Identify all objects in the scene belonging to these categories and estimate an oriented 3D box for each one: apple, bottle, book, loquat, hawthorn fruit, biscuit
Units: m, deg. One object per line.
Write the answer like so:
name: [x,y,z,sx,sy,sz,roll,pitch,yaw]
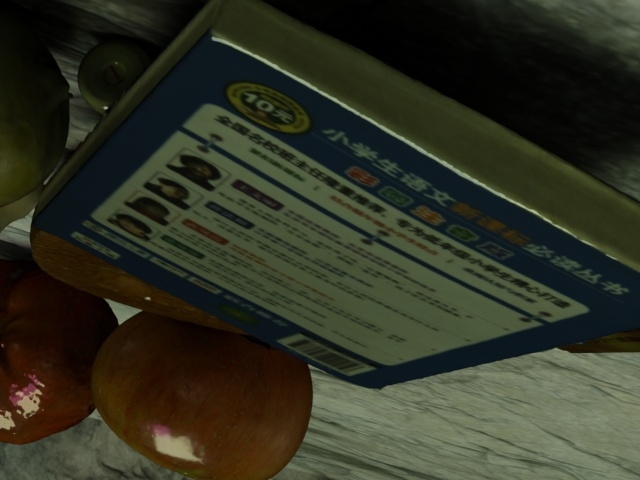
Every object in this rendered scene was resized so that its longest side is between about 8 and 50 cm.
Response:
apple: [-0.117,0.150,1.441,0.210,0.173,0.235,39,-171,34]
bottle: [-0.119,-0.086,0.872,0.047,0.063,0.101,-14,165,0]
book: [0.000,0.000,0.843,0.300,0.039,0.428,28,159,-16]
loquat: [-0.243,-0.082,0.821,0.195,0.152,0.152,0,162,8]
hawthorn fruit: [-0.303,0.123,1.533,0.208,0.207,0.243,7,169,27]
biscuit: [-0.094,0.019,1.197,0.314,0.063,0.367,14,166,-11]

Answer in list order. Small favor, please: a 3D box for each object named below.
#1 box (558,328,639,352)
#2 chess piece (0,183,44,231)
box: [0.142,0.010,0.926,0.240,0.071,0.159,24,164,-31]
chess piece: [-0.287,0.014,0.989,0.143,0.260,0.142,13,162,4]
